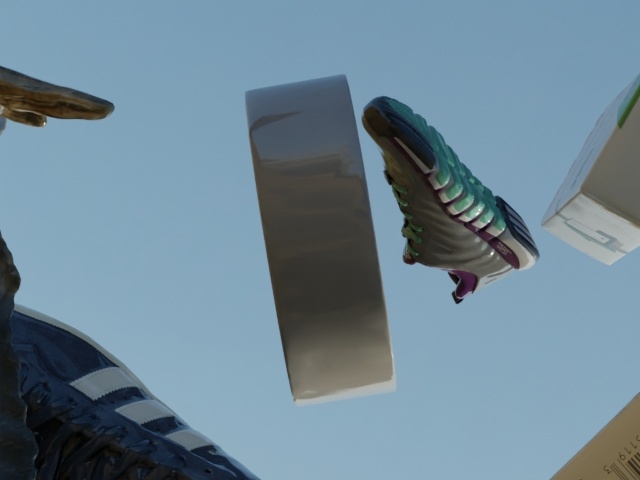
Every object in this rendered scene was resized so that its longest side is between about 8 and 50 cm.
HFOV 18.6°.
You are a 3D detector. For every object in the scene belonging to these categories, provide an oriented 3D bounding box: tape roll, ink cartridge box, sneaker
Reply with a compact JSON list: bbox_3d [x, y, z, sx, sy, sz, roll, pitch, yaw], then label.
[{"bbox_3d":[0.000,0.000,1.322,0.219,0.072,0.219,170,-90,-89],"label":"tape roll"},{"bbox_3d":[0.314,-0.076,1.969,0.093,0.160,0.219,31,-9,2],"label":"ink cartridge box"},{"bbox_3d":[-0.123,0.151,1.202,0.350,0.131,0.148,32,-2,-25],"label":"sneaker"},{"bbox_3d":[0.195,0.116,1.106,0.056,0.225,0.181,48,-64,15],"label":"ink cartridge box"},{"bbox_3d":[0.089,-0.025,1.641,0.224,0.098,0.083,43,19,-32],"label":"sneaker"}]

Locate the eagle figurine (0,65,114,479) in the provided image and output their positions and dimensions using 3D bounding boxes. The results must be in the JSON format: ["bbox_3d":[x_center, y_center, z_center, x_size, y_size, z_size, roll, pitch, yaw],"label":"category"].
[{"bbox_3d":[-0.262,0.029,1.040,0.226,0.225,0.298,30,-70,46],"label":"eagle figurine"}]
